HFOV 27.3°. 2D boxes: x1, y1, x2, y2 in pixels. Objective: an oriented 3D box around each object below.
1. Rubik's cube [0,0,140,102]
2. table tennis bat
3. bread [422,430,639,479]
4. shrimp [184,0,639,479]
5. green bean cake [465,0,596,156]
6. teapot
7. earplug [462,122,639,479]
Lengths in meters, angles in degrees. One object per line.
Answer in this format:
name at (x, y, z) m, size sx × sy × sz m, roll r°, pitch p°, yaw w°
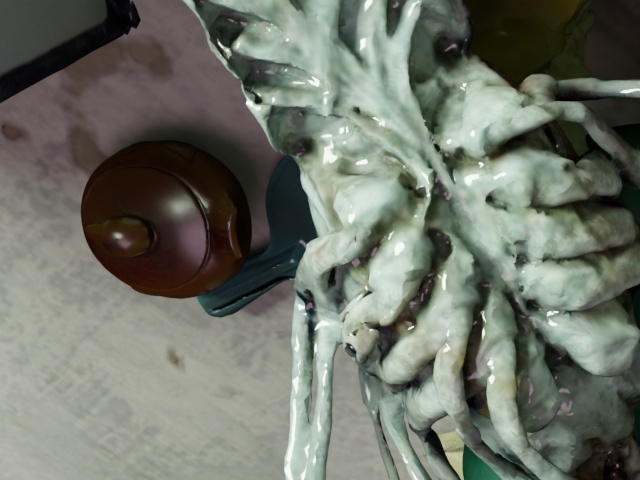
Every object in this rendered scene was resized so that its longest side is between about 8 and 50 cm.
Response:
Rubik's cube at (-0.287, -0.195, 0.552) m, size 0.305 × 0.310 × 0.307 m, roll 3°, pitch 112°, yaw 20°
table tennis bat at (0.000, 0.000, 0.814) m, size 0.201 × 0.033 × 0.124 m, roll -28°, pitch 110°, yaw 32°
bread at (0.147, 0.148, 0.879) m, size 0.154 × 0.028 × 0.068 m, roll -17°, pitch 119°, yaw 31°
shrimp at (0.053, -0.010, 0.480) m, size 0.221 × 0.166 × 0.410 m, roll -33°, pitch 109°, yaw 2°
green bean cake at (0.095, -0.160, 0.542) m, size 0.310 × 0.202 × 0.285 m, roll -14°, pitch 122°, yaw 28°
teapot at (-0.096, -0.009, 0.794) m, size 0.129 × 0.078 × 0.098 m, roll 6°, pitch 108°, yaw 32°
earplug at (0.181, 0.046, 0.699) m, size 0.280 × 0.164 × 0.257 m, roll -28°, pitch 140°, yaw 10°
